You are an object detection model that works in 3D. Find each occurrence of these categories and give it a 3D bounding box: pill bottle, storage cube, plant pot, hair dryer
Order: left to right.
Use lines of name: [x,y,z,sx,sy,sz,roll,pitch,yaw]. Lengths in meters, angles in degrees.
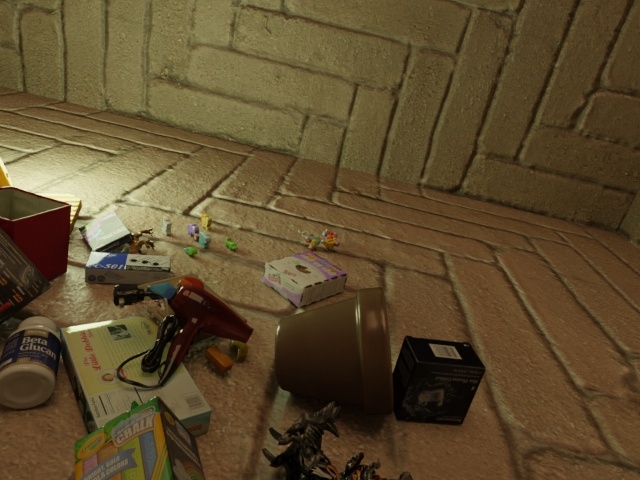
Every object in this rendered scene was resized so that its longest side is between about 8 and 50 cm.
storage cube: [-0.743,-0.004,1.108,0.184,0.193,0.215,16,19,6]
pill bottle: [-0.536,0.217,0.860,0.094,0.094,0.169,2,26,-25]
hair dryer: [-0.277,0.193,0.961,0.294,0.080,0.223,1,55,-35]
plant pot: [0.028,0.232,0.981,0.230,0.262,0.263,-3,23,5]

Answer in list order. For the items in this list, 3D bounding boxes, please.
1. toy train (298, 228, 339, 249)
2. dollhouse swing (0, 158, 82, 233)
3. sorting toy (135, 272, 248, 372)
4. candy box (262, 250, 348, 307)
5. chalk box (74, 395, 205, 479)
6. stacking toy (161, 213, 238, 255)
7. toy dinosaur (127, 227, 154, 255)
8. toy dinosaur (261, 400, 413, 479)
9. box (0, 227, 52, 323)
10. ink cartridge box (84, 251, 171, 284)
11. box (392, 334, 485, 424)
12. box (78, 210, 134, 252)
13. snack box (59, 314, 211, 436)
toy train: [0.000,0.000,1.704,0.167,0.046,0.125,2,24,-31]
dollhouse swing: [-0.902,-0.163,1.314,0.305,0.314,0.347,-14,29,-11]
sorting toy: [-0.276,0.176,1.091,0.307,0.041,0.229,35,20,23]
candy box: [-0.046,0.111,1.391,0.165,0.070,0.196,31,28,34]
chalk box: [-0.253,0.328,0.658,0.132,0.132,0.213,-29,36,-11]
stacking toy: [-0.398,-0.021,1.527,0.167,0.052,0.221,-10,33,-42]
toy dinosaur: [-0.563,-0.006,1.391,0.112,0.064,0.212,-10,32,-40]
toy dinosaur: [0.006,0.389,0.711,0.322,0.164,0.218,20,31,-38]
box: [-0.723,0.048,0.882,0.077,0.307,0.242,-25,18,31]
ink cartridge box: [-0.513,0.077,1.252,0.207,0.046,0.097,5,23,-18]
box: [0.245,0.302,1.001,0.156,0.158,0.093,8,23,-11]
box: [-0.634,-0.020,1.372,0.116,0.029,0.162,-32,45,-24]
snack box: [-0.365,0.263,0.890,0.187,0.060,0.322,-4,28,-39]
